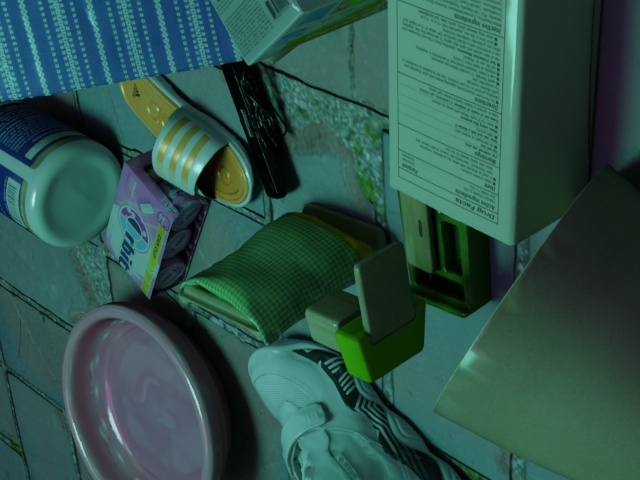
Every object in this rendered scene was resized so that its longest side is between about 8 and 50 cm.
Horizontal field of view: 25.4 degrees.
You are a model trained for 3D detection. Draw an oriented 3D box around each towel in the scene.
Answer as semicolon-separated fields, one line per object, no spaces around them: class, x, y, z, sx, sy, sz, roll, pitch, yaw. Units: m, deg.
towel;-0.226;-0.288;1.521;0.040;0.336;0.243;-87;-13;-65

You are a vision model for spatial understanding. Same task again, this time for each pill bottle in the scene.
pill bottle;-0.407;-0.106;1.972;0.264;0.153;0.153;29;134;39

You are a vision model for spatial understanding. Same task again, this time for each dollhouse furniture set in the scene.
dollhouse furniture set;0.000;0.000;1.471;0.301;0.197;0.151;21;129;44

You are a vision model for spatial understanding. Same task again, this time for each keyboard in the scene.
keyboard;-0.067;-0.139;1.624;0.100;0.038;0.192;-153;42;-73

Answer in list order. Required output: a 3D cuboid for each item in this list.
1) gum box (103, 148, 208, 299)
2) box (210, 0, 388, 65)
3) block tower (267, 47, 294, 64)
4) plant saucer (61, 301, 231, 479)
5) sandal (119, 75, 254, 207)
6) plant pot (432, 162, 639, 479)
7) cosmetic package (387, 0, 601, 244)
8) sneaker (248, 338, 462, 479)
gum box;-0.216;-0.025;1.856;0.107;0.062;0.188;48;144;20
box;0.009;-0.254;1.281;0.103;0.203;0.114;61;147;3
block tower;-0.081;-0.316;1.339;0.097;0.091;0.335;47;169;34
plant saucer;-0.238;0.242;2.011;0.332;0.084;0.332;18;116;42
sandal;-0.185;-0.119;1.739;0.265;0.076;0.102;41;141;28
plant pot;0.277;0.119;1.182;0.274;0.256;0.256;36;140;10
cosmetic package;0.149;-0.172;1.236;0.160;0.113;0.309;29;135;39
sneaker;-0.005;0.267;1.650;0.366;0.210;0.137;41;140;29
